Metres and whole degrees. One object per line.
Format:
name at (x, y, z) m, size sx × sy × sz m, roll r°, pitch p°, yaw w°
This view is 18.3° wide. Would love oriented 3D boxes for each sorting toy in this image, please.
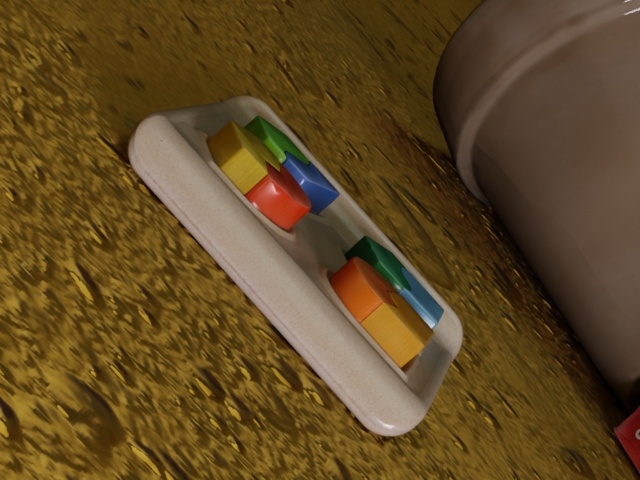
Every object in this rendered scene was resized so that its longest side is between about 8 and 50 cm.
sorting toy at (0.000, 0.000, 1.014) m, size 0.193 × 0.038 × 0.208 m, roll 48°, pitch 14°, yaw 1°

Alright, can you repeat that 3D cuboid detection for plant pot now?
plant pot at (0.270, -0.030, 1.435) m, size 0.323 × 0.323 × 0.280 m, roll 29°, pitch 39°, yaw -52°

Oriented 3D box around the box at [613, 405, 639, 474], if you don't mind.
box at (0.329, 0.171, 1.336) m, size 0.257 × 0.128 × 0.122 m, roll 34°, pitch 19°, yaw -42°
